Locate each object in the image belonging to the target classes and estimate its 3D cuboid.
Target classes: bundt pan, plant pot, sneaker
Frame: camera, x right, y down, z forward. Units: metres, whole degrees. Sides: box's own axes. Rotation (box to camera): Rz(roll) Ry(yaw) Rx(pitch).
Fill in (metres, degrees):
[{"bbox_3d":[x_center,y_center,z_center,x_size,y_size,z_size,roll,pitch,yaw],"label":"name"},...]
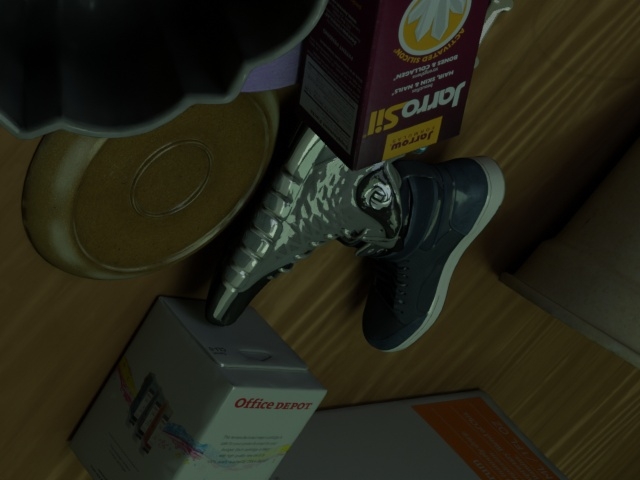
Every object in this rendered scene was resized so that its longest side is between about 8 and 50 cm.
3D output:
[{"bbox_3d":[-0.140,-0.229,0.967,0.330,0.124,0.331,-5,124,-8],"label":"bundt pan"},{"bbox_3d":[0.404,0.000,1.730,0.305,0.334,0.334,-58,145,3],"label":"plant pot"},{"bbox_3d":[-0.124,-0.055,1.337,0.236,0.032,0.236,-27,143,-22],"label":"plant pot"},{"bbox_3d":[0.000,0.000,1.427,0.132,0.086,0.229,26,113,-11],"label":"sneaker"},{"bbox_3d":[0.054,0.015,1.552,0.163,0.086,0.226,-4,132,-42],"label":"sneaker"}]

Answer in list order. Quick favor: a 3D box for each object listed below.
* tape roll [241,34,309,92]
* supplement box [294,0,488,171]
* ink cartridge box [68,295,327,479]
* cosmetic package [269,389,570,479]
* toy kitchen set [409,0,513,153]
[{"bbox_3d":[-0.025,-0.241,1.184,0.274,0.090,0.275,-28,143,-23],"label":"tape roll"},{"bbox_3d":[0.054,-0.154,1.206,0.104,0.081,0.188,-21,140,-28],"label":"supplement box"},{"bbox_3d":[-0.109,0.157,1.498,0.128,0.127,0.176,9,121,-50],"label":"ink cartridge box"},{"bbox_3d":[0.062,0.300,1.747,0.453,0.230,0.161,-2,129,-46],"label":"cosmetic package"},{"bbox_3d":[0.098,-0.184,1.308,0.122,0.166,0.207,32,84,-16],"label":"toy kitchen set"}]
